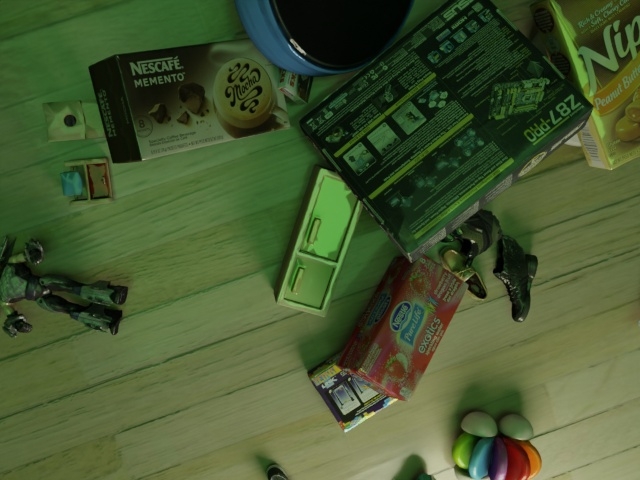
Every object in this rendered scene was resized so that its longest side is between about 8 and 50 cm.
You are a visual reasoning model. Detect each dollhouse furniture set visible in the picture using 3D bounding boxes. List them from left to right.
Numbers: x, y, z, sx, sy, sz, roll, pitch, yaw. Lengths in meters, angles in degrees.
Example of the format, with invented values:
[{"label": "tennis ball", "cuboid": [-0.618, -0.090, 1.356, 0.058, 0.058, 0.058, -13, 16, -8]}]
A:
[{"label": "dollhouse furniture set", "cuboid": [-0.398, -0.154, 1.241, 0.129, 0.129, 0.184, -6, 100, -6]}]

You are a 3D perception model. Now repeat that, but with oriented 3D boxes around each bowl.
[{"label": "bowl", "cuboid": [0.026, -0.465, 1.159, 0.391, 0.077, 0.391, -20, 121, -37]}]

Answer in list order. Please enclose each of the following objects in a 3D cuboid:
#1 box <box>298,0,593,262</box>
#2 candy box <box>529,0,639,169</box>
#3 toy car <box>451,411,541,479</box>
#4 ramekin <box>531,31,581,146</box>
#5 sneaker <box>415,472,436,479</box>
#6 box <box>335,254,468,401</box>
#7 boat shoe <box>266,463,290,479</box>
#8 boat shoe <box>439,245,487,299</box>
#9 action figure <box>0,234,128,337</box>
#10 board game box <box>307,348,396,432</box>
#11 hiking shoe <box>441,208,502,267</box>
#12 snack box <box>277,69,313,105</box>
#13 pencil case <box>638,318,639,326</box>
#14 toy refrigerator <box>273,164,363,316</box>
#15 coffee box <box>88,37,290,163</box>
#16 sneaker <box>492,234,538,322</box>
[{"label": "box", "cuboid": [0.210, -0.206, 1.217, 0.395, 0.097, 0.318, -39, 72, 1]}, {"label": "candy box", "cuboid": [0.513, -0.304, 1.217, 0.183, 0.087, 0.316, -26, 103, -2]}, {"label": "toy car", "cuboid": [0.368, 0.450, 1.446, 0.182, 0.136, 0.159, 7, 99, -9]}, {"label": "ramekin", "cuboid": [0.540, -0.315, 1.333, 0.277, 0.135, 0.277, -1, 100, -7]}, {"label": "sneaker", "cuboid": [0.145, 0.598, 1.466, 0.110, 0.107, 0.275, 38, 93, -3]}, {"label": "box", "cuboid": [0.154, 0.162, 1.337, 0.122, 0.128, 0.257, 34, 76, -12]}, {"label": "boat shoe", "cuboid": [-0.066, 0.528, 1.452, 0.049, 0.040, 0.142, -37, 102, 0]}, {"label": "boat shoe", "cuboid": [0.295, 0.067, 1.414, 0.050, 0.045, 0.135, -44, 102, 2]}, {"label": "action figure", "cuboid": [-0.506, 0.093, 1.291, 0.285, 0.099, 0.185, 14, 107, -6]}, {"label": "board game box", "cuboid": [0.082, 0.285, 1.425, 0.170, 0.048, 0.141, -31, 100, -1]}, {"label": "hiking shoe", "cuboid": [0.255, -0.054, 1.357, 0.114, 0.086, 0.227, -46, 103, -15]}, {"label": "snack box", "cuboid": [-0.033, -0.337, 1.260, 0.064, 0.022, 0.178, 29, 66, -45]}, {"label": "pencil case", "cuboid": [0.755, 0.078, 1.444, 0.124, 0.113, 0.273, 18, 98, 10]}, {"label": "toy refrigerator", "cuboid": [0.000, 0.000, 1.340, 0.102, 0.094, 0.269, 18, 98, -10]}, {"label": "coffee box", "cuboid": [-0.215, -0.242, 1.190, 0.297, 0.119, 0.168, -19, 104, -36]}, {"label": "sneaker", "cuboid": [0.388, 0.078, 1.429, 0.089, 0.051, 0.170, 11, 94, -9]}]
